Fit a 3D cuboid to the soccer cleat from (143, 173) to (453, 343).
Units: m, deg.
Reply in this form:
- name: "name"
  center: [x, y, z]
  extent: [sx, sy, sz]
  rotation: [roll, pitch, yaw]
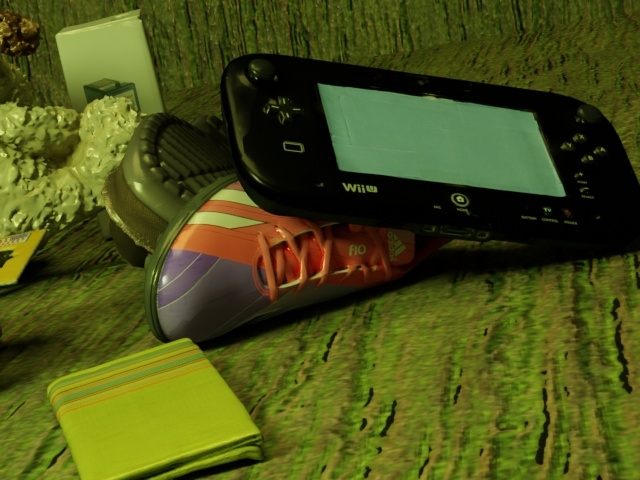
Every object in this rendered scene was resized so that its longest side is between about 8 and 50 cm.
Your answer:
- name: "soccer cleat"
  center: [0.000, 0.000, 1.294]
  extent: [0.116, 0.109, 0.318]
  rotation: [15, 25, 34]

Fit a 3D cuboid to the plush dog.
- name: "plush dog"
  center: [-0.315, -0.091, 1.581]
  extent: [0.262, 0.225, 0.210]
  rotation: [-28, 1, 39]

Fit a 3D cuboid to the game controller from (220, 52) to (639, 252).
- name: "game controller"
  center: [0.084, -0.064, 1.292]
  extent: [0.319, 0.067, 0.166]
  rotation: [6, 32, -17]

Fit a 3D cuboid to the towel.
- name: "towel"
  center: [-0.103, 0.105, 1.051]
  extent: [0.102, 0.021, 0.237]
  rotation: [-18, 13, -10]

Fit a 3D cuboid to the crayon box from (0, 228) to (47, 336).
- name: "crayon box"
  center: [-0.357, 0.076, 1.269]
  extent: [0.323, 0.083, 0.203]
  rotation: [-11, 11, 0]

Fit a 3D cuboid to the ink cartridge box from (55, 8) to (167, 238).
- name: "ink cartridge box"
  center: [-0.201, -0.122, 1.801]
  extent: [0.093, 0.212, 0.154]
  rotation: [-11, 11, -4]

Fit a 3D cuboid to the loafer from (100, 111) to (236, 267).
- name: "loafer"
  center: [-0.108, -0.018, 1.462]
  extent: [0.130, 0.134, 0.366]
  rotation: [-50, -3, 8]
